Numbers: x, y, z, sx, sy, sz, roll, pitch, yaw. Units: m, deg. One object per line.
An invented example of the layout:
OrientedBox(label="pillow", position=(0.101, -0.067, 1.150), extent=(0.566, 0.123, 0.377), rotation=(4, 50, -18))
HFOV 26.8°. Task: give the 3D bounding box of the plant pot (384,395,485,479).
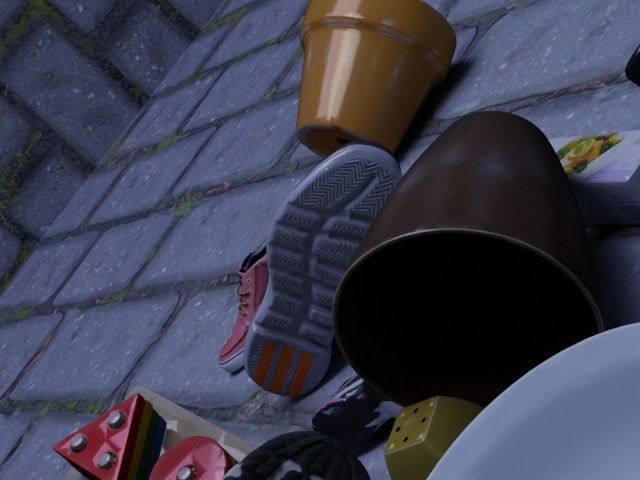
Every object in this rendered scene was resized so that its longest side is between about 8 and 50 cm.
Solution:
OrientedBox(label="plant pot", position=(0.101, 0.173, 1.096), extent=(0.081, 0.083, 0.081), rotation=(-27, 28, 43))

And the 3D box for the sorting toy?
OrientedBox(label="sorting toy", position=(-0.191, 0.275, 1.341), extent=(0.257, 0.089, 0.255), rotation=(20, 66, 41))

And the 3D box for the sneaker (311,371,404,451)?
OrientedBox(label="sneaker", position=(0.068, 0.130, 1.271), extent=(0.178, 0.072, 0.077), rotation=(-27, 17, 32))

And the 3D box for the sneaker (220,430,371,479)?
OrientedBox(label="sneaker", position=(-0.098, 0.337, 1.137), extent=(0.410, 0.158, 0.182), rotation=(-56, 9, -31))

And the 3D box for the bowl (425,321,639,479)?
OrientedBox(label="bowl", position=(0.181, 0.203, 0.804), extent=(0.298, 0.134, 0.298), rotation=(-40, 21, 19))

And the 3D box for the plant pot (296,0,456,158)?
OrientedBox(label="plant pot", position=(0.055, -0.204, 1.759), extent=(0.205, 0.205, 0.188), rotation=(-12, 55, 58))

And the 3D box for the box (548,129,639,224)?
OrientedBox(label="box", position=(0.228, -0.057, 1.291), extent=(0.063, 0.067, 0.324), rotation=(-53, 20, -16))

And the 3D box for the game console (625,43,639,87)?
OrientedBox(label="game console", position=(0.408, -0.219, 1.121), extent=(0.293, 0.173, 0.250), rotation=(-59, -13, 29))

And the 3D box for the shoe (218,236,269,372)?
OrientedBox(label="shoe", position=(-0.082, 0.073, 1.658), extent=(0.178, 0.081, 0.063), rotation=(-49, 20, -3))

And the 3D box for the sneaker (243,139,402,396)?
OrientedBox(label="sneaker", position=(0.000, 0.000, 1.456), extent=(0.180, 0.124, 0.321), rotation=(-77, 12, -57))

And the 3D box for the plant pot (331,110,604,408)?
OrientedBox(label="plant pot", position=(0.136, 0.000, 1.144), extent=(0.215, 0.215, 0.230), rotation=(-33, 26, 35))
